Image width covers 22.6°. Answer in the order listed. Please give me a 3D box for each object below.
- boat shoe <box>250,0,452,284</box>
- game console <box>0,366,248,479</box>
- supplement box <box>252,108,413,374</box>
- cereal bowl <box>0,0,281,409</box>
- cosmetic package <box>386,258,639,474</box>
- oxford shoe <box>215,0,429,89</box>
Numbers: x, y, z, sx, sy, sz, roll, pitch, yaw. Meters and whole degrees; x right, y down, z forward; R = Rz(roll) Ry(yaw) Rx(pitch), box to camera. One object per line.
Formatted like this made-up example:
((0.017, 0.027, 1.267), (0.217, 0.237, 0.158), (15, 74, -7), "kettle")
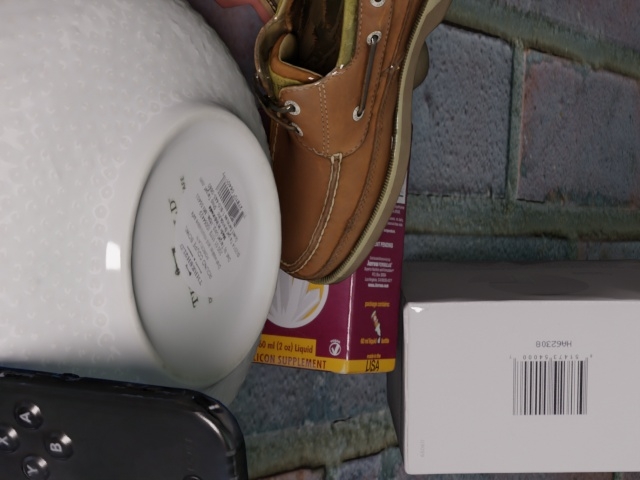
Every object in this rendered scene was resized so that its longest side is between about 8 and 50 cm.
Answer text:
((0.001, -0.110, 1.044), (0.104, 0.110, 0.307), (-5, 120, -40), "boat shoe")
((-0.171, 0.224, 0.772), (0.173, 0.250, 0.293), (-49, 139, -59), "game console")
((0.000, 0.000, 1.183), (0.081, 0.104, 0.188), (4, 89, -61), "supplement box")
((-0.123, 0.000, 0.934), (0.339, 0.141, 0.339), (-11, 102, -58), "cereal bowl")
((0.170, 0.096, 1.294), (0.225, 0.224, 0.138), (-94, -176, -81), "cosmetic package")
((0.016, -0.190, 1.134), (0.348, 0.130, 0.123), (30, 41, -59), "oxford shoe")
